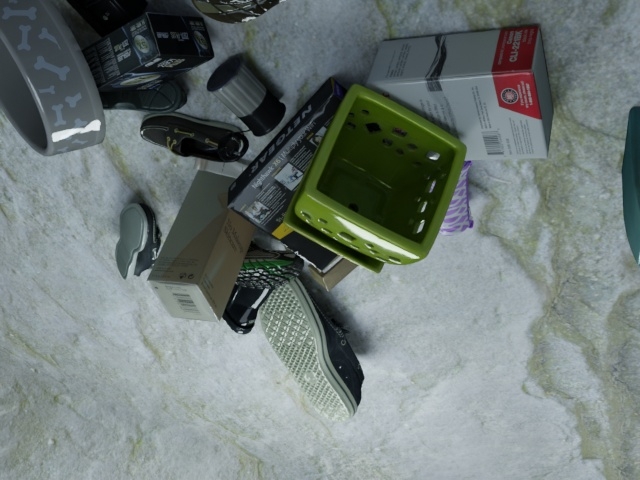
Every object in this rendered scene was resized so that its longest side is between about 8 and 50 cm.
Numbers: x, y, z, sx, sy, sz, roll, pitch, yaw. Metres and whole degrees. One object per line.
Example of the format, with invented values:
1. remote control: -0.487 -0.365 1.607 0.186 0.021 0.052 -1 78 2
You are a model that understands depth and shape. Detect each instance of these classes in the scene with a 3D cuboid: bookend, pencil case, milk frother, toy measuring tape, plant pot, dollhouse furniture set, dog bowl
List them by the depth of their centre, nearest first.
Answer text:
1. plant pot: 0.581 -0.074 1.319 0.165 0.234 0.166 5 145 18
2. plant pot: 0.077 -0.085 1.354 0.227 0.228 0.207 28 156 -10
3. bookend: -0.351 -0.433 1.380 0.156 0.072 0.157 -10 137 35
4. dog bowl: -0.525 -0.308 1.453 0.349 0.102 0.349 41 149 31
5. milk frother: -0.162 -0.240 1.504 0.129 0.143 0.135 -7 141 43
6. pencil case: 0.255 -0.094 1.570 0.088 0.086 0.206 11 146 20
7. toy measuring tape: -0.111 -0.119 1.670 0.330 0.121 0.121 16 146 2
8. dollhouse furniture set: 0.000 0.000 1.874 0.151 0.123 0.144 39 161 37

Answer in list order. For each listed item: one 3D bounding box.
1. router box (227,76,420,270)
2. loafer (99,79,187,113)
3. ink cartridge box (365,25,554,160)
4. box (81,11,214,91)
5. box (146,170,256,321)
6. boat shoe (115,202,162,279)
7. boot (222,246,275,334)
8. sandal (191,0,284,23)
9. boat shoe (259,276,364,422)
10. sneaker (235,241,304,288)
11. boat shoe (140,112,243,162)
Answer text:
1. router box: 0.010 -0.118 1.541 0.243 0.081 0.309 36 115 -24
2. loafer: -0.392 -0.296 1.582 0.267 0.096 0.084 14 -174 7
3. ink cartridge box: 0.237 -0.237 1.352 0.272 0.114 0.197 0 143 24
4. box: -0.305 -0.328 1.421 0.180 0.147 0.078 -17 90 33
5. box: -0.241 0.006 1.737 0.121 0.311 0.148 4 144 20
6. boat shoe: -0.446 -0.008 2.014 0.114 0.091 0.302 61 148 14
7. boot: -0.212 0.085 2.027 0.246 0.094 0.207 46 123 27
8. sandal: -0.105 -0.419 1.309 0.219 0.060 0.090 -18 140 22
9. boat shoe: -0.015 0.266 2.153 0.186 0.156 0.500 -4 126 37
10. sneaker: -0.197 0.023 1.872 0.343 0.146 0.134 7 162 22
11. boat shoe: -0.275 -0.209 1.664 0.227 0.069 0.081 8 145 13
